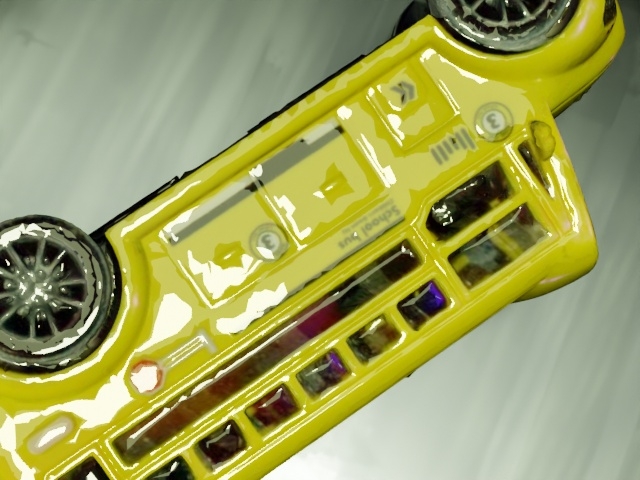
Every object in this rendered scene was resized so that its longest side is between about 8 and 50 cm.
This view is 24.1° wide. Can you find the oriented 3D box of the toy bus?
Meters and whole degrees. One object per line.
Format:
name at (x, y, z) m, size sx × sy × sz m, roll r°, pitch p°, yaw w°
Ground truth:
toy bus at (0.000, 0.000, 0.642) m, size 0.331 × 0.145 × 0.151 m, roll -34°, pitch 88°, yaw -7°
